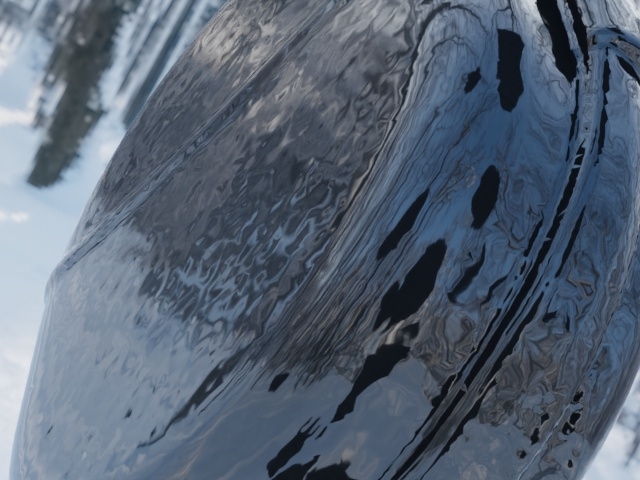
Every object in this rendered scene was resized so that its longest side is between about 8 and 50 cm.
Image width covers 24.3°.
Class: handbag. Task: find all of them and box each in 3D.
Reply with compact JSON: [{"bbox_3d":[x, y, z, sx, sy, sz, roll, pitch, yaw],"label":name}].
[{"bbox_3d":[-0.001,-0.001,0.487,0.093,0.254,0.308,34,27,-22],"label":"handbag"}]
